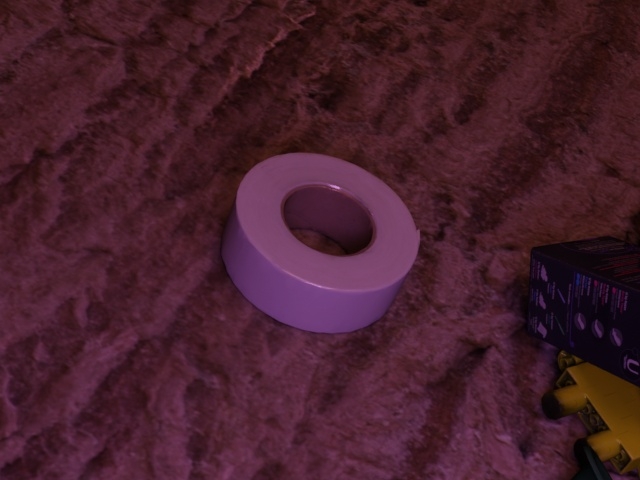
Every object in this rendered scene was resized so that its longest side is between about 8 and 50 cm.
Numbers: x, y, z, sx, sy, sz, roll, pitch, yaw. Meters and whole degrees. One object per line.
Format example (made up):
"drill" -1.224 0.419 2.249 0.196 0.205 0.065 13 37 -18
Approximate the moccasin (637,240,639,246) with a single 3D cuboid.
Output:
"moccasin" 0.650 -0.014 1.968 0.147 0.139 0.380 29 33 18

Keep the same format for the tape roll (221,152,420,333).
"tape roll" 0.000 0.000 1.685 0.286 0.100 0.286 12 43 -12

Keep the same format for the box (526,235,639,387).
"box" 0.451 0.100 1.661 0.165 0.143 0.270 -8 18 -27

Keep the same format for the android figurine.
"android figurine" 0.463 0.247 1.672 0.273 0.056 0.248 -12 53 -32

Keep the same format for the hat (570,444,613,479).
"hat" 0.313 0.387 1.489 0.173 0.183 0.208 65 12 21
